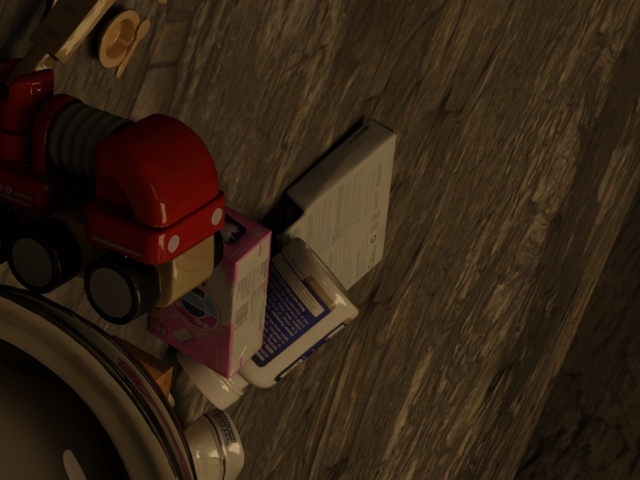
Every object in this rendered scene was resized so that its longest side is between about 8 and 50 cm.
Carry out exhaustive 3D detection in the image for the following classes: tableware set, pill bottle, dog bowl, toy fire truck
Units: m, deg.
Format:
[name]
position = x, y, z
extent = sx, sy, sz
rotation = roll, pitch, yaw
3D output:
[tableware set]
position = -0.168, -0.217, 1.677
extent = 0.141, 0.020, 0.169
rotation = -59, 159, -4
[pill bottle]
position = -0.061, 0.095, 2.149
extent = 0.187, 0.112, 0.112
rotation = -39, 159, 3
[dog bowl]
position = -0.272, 0.216, 1.509
extent = 0.408, 0.408, 0.150
rotation = -65, 172, 12
[toy fire truck]
position = -0.174, -0.092, 1.575
extent = 0.158, 0.217, 0.246
rotation = -34, 135, -49

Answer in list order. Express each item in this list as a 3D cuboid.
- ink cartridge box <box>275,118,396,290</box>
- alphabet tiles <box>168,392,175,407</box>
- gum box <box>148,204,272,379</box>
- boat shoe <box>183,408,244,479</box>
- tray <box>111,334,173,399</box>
[ink cartridge box]
position = 0.000, 0.000, 2.302
extent = 0.224, 0.045, 0.223
rotation = -43, 152, -35
[alphabet tiles]
position = -0.255, 0.262, 2.093
extent = 0.284, 0.021, 0.278
rotation = -55, 159, -14
[gum box]
position = -0.114, 0.040, 2.007
extent = 0.062, 0.107, 0.188
rotation = -44, 154, -37
[boat shoe]
position = -0.149, 0.277, 2.252
extent = 0.088, 0.096, 0.267
rotation = -20, 161, -19
[tray]
position = -0.244, 0.301, 1.782
extent = 0.203, 0.076, 0.411
rotation = -40, 151, -47
